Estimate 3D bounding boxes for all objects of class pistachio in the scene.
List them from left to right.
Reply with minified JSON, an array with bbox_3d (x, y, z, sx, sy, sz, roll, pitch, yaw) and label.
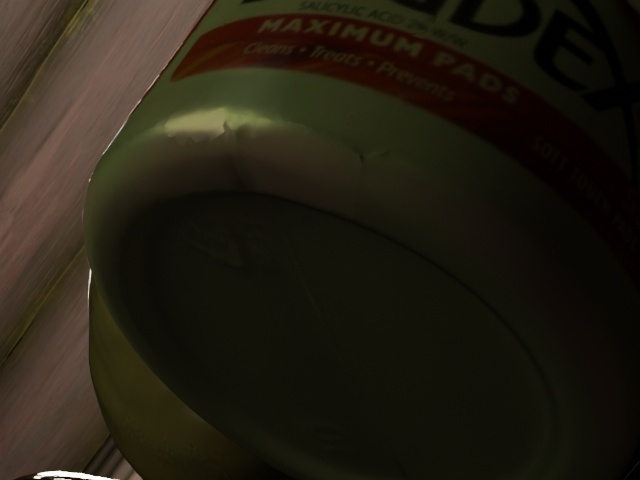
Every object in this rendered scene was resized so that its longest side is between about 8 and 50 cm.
[{"bbox_3d":[-0.037,0.056,0.959,0.332,0.208,0.226,54,135,45],"label":"pistachio"}]

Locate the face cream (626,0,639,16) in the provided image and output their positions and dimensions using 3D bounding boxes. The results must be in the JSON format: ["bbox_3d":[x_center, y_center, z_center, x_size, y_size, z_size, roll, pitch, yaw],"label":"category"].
[{"bbox_3d":[0.203,-0.154,0.618,0.153,0.177,0.177,-51,7,49],"label":"face cream"}]

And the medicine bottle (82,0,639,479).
[{"bbox_3d":[0.055,-0.034,0.738,0.241,0.252,0.252,-59,8,-35],"label":"medicine bottle"}]

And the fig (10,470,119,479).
[{"bbox_3d":[-0.129,0.249,1.185,0.321,0.217,0.217,-23,15,13],"label":"fig"}]
